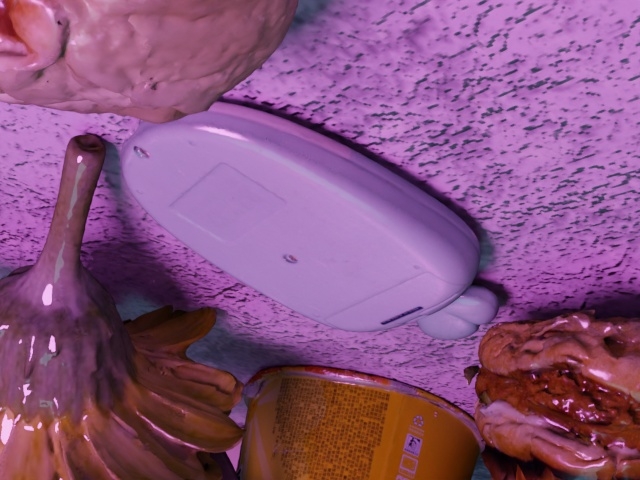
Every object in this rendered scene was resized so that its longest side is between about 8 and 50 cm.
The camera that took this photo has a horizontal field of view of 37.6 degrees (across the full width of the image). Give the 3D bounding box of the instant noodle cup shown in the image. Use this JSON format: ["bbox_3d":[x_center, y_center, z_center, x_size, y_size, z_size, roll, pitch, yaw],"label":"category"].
[{"bbox_3d":[0.023,0.270,0.932,0.264,0.200,0.264,11,150,6],"label":"instant noodle cup"}]

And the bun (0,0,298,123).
[{"bbox_3d":[-0.110,-0.127,0.397,0.220,0.134,0.220,13,149,8],"label":"bun"}]

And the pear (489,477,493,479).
[{"bbox_3d":[0.235,0.318,0.761,0.309,0.309,0.309,12,150,7],"label":"pear"}]

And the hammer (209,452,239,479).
[{"bbox_3d":[-0.239,0.168,0.874,0.440,0.044,0.168,31,126,23],"label":"hammer"}]

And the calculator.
[{"bbox_3d":[0.000,0.000,0.647,0.295,0.042,0.184,30,148,-21],"label":"calculator"}]

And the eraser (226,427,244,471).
[{"bbox_3d":[-0.105,0.297,1.169,0.158,0.069,0.226,16,151,-1],"label":"eraser"}]

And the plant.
[{"bbox_3d":[-0.201,0.102,0.702,0.306,0.261,0.297,12,152,-15],"label":"plant"}]

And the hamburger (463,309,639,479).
[{"bbox_3d":[0.203,0.127,0.652,0.206,0.130,0.183,19,171,-27],"label":"hamburger"}]
